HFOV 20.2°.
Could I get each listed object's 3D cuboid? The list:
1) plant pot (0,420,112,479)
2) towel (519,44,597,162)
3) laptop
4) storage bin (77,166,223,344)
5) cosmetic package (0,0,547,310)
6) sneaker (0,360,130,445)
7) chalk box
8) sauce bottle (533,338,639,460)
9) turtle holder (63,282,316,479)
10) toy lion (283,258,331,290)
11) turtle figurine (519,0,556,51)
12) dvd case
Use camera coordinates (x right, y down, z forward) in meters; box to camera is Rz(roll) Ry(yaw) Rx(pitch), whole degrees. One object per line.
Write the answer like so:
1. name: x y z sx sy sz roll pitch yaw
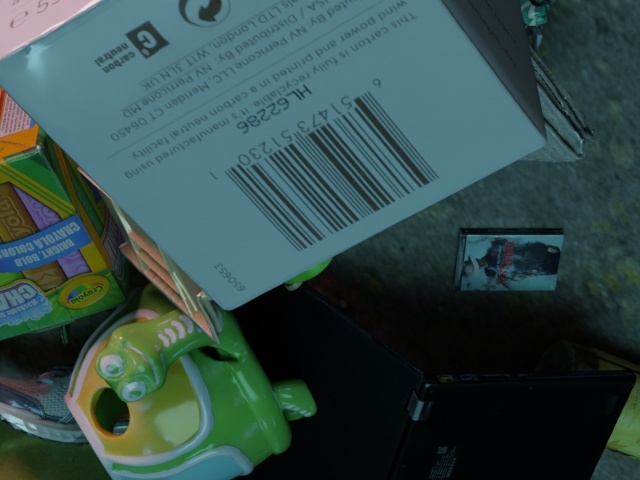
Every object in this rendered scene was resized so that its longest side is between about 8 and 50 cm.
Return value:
1. plant pot: -0.323 0.371 2.163 0.276 0.254 0.276 -1 130 -1
2. towel: 0.125 -0.146 1.788 0.282 0.049 0.187 3 144 50
3. laptop: 0.096 0.219 2.129 0.407 0.236 0.382 0 132 -19
4. storage bin: -0.062 -0.056 1.756 0.262 0.260 0.123 -34 124 -13
5. cosmetic package: -0.046 -0.228 1.519 0.329 0.394 0.327 -29 127 20
6. sneaker: -0.268 0.171 2.091 0.283 0.110 0.122 13 96 -32
7. chalk box: -0.304 -0.021 1.884 0.179 0.180 0.289 -16 130 11
8. sauce bottle: 0.418 0.223 2.173 0.344 0.111 0.111 22 126 -19
9. turtle holder: -0.147 0.163 1.924 0.227 0.320 0.243 -30 101 -7
10. toy lion: 0.000 0.000 1.973 0.096 0.100 0.034 -18 130 36
11. turtle figurine: 0.194 -0.262 1.734 0.118 0.175 0.234 29 116 -4
12. dvd case: 0.215 0.023 2.057 0.119 0.013 0.087 1 130 -3
